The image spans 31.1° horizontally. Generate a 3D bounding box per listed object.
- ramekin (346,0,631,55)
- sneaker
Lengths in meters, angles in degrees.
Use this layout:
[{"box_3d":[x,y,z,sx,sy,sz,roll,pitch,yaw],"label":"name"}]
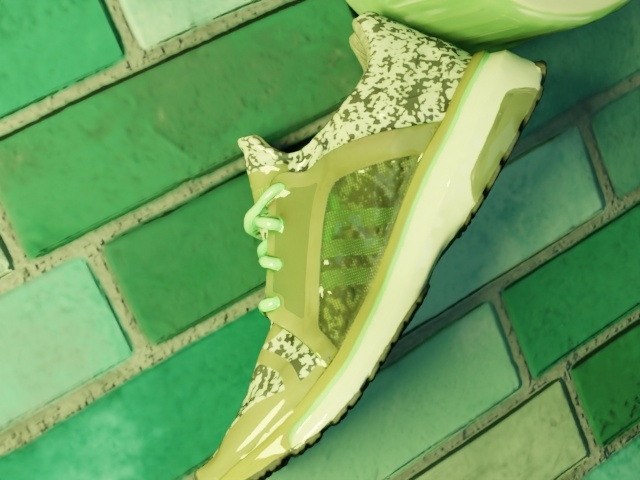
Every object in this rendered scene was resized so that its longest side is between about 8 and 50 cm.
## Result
[{"box_3d":[0.146,-0.297,0.893,0.303,0.148,0.303,-3,97,-26],"label":"ramekin"},{"box_3d":[0.000,0.000,0.875,0.182,0.158,0.410,31,78,6],"label":"sneaker"}]
